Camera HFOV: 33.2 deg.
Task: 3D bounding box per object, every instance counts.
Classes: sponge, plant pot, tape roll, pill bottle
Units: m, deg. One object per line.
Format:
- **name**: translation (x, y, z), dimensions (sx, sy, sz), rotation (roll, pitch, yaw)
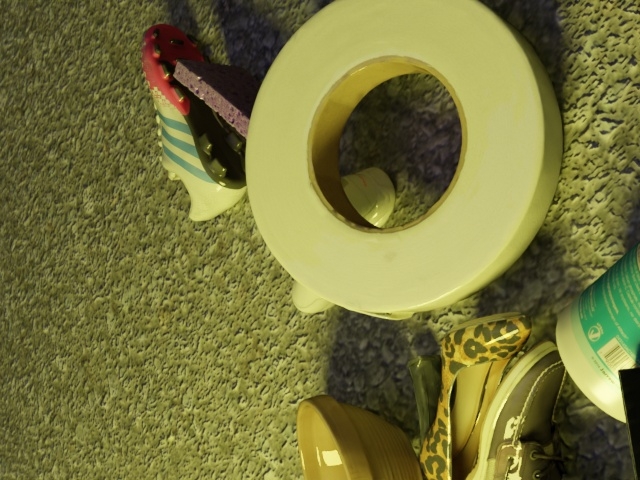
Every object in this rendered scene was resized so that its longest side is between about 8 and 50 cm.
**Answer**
- **sponge**: translation (-0.108, -0.198, 1.530), dimensions (0.210, 0.117, 0.031), rotation (43, 121, 40)
- **plant pot**: translation (0.057, 0.299, 1.336), dimensions (0.237, 0.109, 0.237), rotation (167, 90, -73)
- **tape roll**: translation (0.088, -0.106, 1.257), dimensions (0.392, 0.072, 0.392), rotation (-3, 85, 30)
- **pill bottle**: translation (0.353, 0.048, 0.992), dimensions (0.264, 0.146, 0.146), rotation (-49, 56, 37)

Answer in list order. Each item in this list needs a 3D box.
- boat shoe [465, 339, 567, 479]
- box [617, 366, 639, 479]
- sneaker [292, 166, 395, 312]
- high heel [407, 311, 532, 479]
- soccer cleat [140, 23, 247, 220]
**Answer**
- **boat shoe**: translation (0.226, 0.245, 1.185), dimensions (0.092, 0.103, 0.285), rotation (35, 121, 36)
- **box**: translation (0.383, 0.216, 0.823), dimensions (0.257, 0.079, 0.322), rotation (-17, 41, 20)
- **sneaker**: translation (0.000, 0.000, 1.414), dimensions (0.090, 0.115, 0.232), rotation (47, 125, 37)
- **high heel**: translation (0.186, 0.193, 1.218), dimensions (0.261, 0.093, 0.186), rotation (133, 130, -58)
- **soccer cleat**: translation (-0.217, -0.180, 1.654), dimensions (0.143, 0.116, 0.331), rotation (-46, 59, 39)
